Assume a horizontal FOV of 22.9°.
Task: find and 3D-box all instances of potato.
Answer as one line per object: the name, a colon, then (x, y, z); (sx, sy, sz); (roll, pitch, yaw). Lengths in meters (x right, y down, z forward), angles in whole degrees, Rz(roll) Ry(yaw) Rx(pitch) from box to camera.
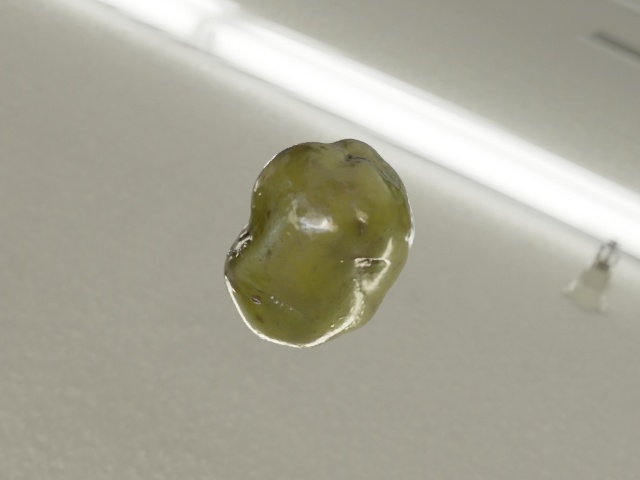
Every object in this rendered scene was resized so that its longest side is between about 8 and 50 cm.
potato: (0.003, 0.003, 1.434); (0.137, 0.200, 0.154); (36, -148, 23)
